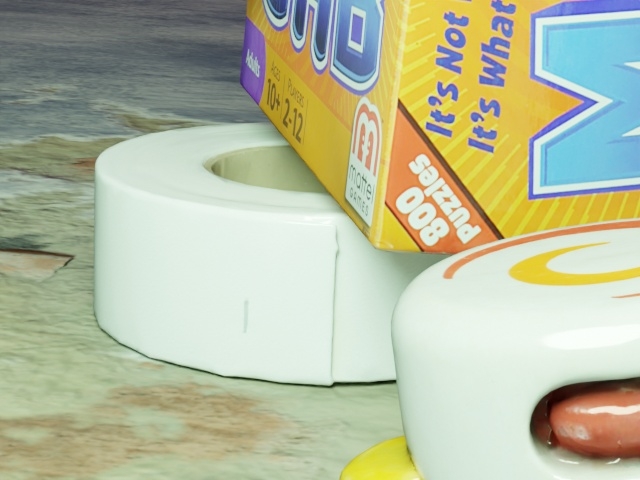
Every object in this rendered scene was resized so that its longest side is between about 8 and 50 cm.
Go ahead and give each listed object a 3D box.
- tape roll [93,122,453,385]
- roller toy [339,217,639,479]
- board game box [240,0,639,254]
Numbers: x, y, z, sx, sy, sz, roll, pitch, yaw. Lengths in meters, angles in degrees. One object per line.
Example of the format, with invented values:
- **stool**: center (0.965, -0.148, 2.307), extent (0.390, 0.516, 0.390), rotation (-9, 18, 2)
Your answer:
- **tape roll**: center (0.000, 0.000, 1.209), extent (0.286, 0.100, 0.286), rotation (3, 14, -1)
- **roller toy**: center (0.129, 0.079, 0.827), extent (0.209, 0.146, 0.191), rotation (-17, 14, -37)
- **board game box**: center (0.175, -0.210, 1.133), extent (0.356, 0.357, 0.356), rotation (2, 18, -15)
